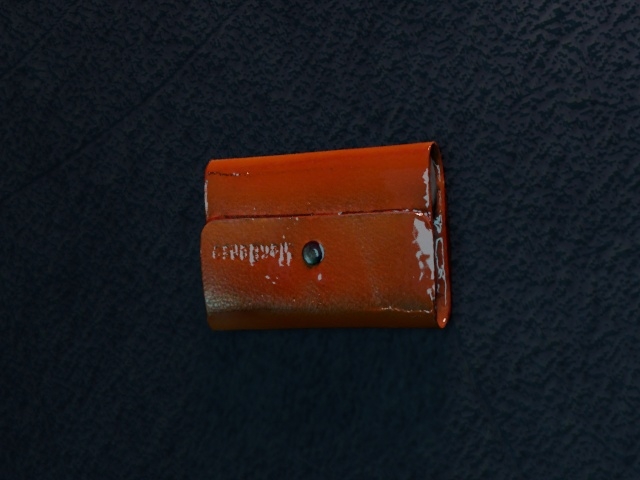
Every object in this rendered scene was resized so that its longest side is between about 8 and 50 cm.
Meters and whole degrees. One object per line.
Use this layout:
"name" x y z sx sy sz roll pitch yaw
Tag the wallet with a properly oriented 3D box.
"wallet" 0.000 0.000 1.003 0.204 0.045 0.142 -2 89 26
